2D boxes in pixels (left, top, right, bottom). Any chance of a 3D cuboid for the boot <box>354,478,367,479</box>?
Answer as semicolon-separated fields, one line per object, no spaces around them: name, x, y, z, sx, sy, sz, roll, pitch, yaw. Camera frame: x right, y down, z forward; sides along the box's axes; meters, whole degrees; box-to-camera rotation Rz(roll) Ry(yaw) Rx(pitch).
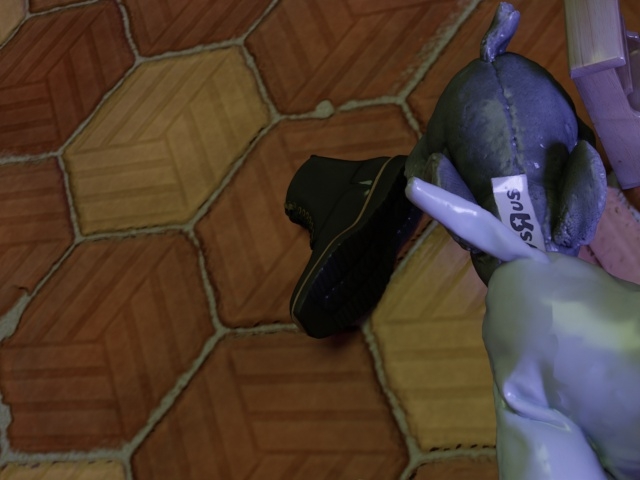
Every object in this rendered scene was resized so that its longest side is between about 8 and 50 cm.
boot;0.053;0.305;0.827;0.203;0.095;0.262;8;63;36

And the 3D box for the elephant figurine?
elephant figurine;0.157;-0.022;0.953;0.169;0.186;0.239;-40;30;29

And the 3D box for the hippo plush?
hippo plush;0.238;0.075;0.755;0.236;0.234;0.294;-16;83;40

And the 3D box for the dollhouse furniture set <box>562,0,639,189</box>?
dollhouse furniture set;0.330;-0.151;0.961;0.242;0.161;0.212;-14;50;23

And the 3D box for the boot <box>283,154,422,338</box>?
boot;0.000;0.000;1.121;0.137;0.077;0.198;8;48;41
